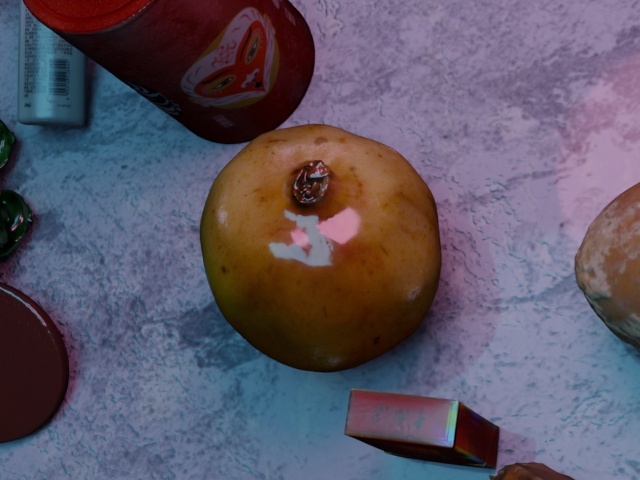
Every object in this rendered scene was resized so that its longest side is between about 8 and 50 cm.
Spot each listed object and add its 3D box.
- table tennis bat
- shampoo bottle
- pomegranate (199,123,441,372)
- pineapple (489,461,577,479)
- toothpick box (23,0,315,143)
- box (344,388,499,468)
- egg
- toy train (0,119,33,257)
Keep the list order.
[{"bbox_3d":[-0.448,0.132,1.484,0.310,0.038,0.200,17,100,11],"label":"table tennis bat"},{"bbox_3d":[-0.338,-0.259,1.556,0.086,0.056,0.228,0,90,-1],"label":"shampoo bottle"},{"bbox_3d":[0.000,0.000,1.272,0.264,0.264,0.264,-6,73,20],"label":"pomegranate"},{"bbox_3d":[0.163,0.365,1.171,0.170,0.141,0.310,24,93,-2],"label":"pineapple"},{"bbox_3d":[-0.158,-0.254,1.361,0.204,0.333,0.204,-6,73,20],"label":"toothpick box"},{"bbox_3d":[0.104,0.190,1.219,0.112,0.175,0.048,3,75,23],"label":"box"},{"bbox_3d":[0.361,0.023,1.146,0.245,0.203,0.203,2,76,12],"label":"egg"},{"bbox_3d":[-0.487,-0.064,1.546,0.201,0.145,0.266,-23,68,18],"label":"toy train"}]
